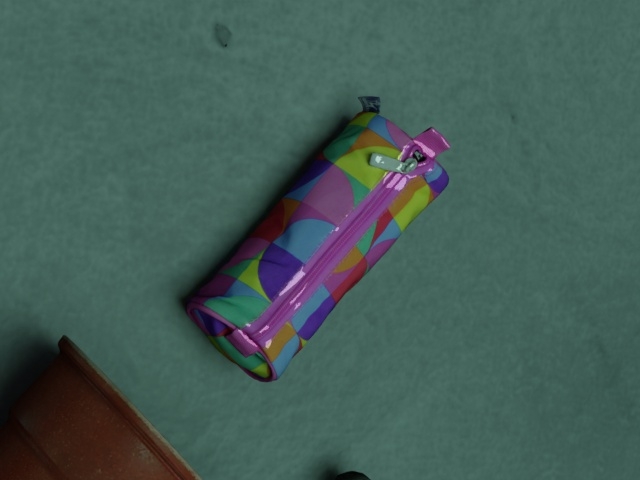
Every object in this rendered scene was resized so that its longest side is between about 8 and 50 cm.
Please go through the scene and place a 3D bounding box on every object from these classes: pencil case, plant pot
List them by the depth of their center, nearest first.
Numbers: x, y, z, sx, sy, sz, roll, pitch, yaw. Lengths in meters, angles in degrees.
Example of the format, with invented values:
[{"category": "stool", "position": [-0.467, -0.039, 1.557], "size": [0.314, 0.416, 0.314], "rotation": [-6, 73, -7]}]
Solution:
[{"category": "plant pot", "position": [-0.190, 0.256, 1.349], "size": [0.265, 0.272, 0.272], "rotation": [-42, 118, -9]}, {"category": "pencil case", "position": [0.000, 0.000, 1.498], "size": [0.236, 0.104, 0.104], "rotation": [-50, 120, -13]}]

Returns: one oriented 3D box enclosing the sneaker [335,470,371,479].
[{"category": "sneaker", "position": [-0.051, 0.377, 1.524], "size": [0.182, 0.158, 0.410], "rotation": [18, 85, -15]}]
